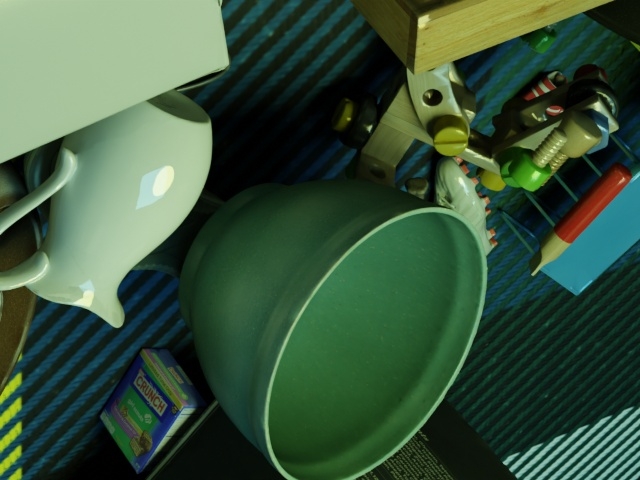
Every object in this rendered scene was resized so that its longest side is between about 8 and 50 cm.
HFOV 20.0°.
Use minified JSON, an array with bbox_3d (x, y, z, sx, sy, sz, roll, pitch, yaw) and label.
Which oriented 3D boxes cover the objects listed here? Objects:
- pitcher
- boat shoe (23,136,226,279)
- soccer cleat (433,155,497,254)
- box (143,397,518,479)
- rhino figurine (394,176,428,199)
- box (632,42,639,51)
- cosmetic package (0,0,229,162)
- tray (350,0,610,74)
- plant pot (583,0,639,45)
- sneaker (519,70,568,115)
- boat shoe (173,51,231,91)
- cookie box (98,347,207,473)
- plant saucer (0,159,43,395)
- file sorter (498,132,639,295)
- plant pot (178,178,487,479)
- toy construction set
[{"bbox_3d":[-0.195,-0.037,1.550,0.177,0.125,0.207,10,116,-49],"label":"pitcher"},{"bbox_3d":[-0.175,-0.037,1.730,0.320,0.103,0.118,24,98,-51],"label":"boat shoe"},{"bbox_3d":[0.152,-0.025,2.055,0.076,0.068,0.196,-30,148,-4],"label":"soccer cleat"},{"bbox_3d":[-0.044,0.422,2.142,0.480,0.297,0.471,-49,158,19],"label":"box"},{"bbox_3d":[0.000,0.000,1.946,0.243,0.073,0.106,-19,139,-20],"label":"rhino figurine"},{"bbox_3d":[0.422,-0.232,2.060,0.109,0.042,0.178,-45,145,12],"label":"box"},{"bbox_3d":[-0.271,-0.174,1.432,0.365,0.155,0.197,-25,145,-17],"label":"cosmetic package"},{"bbox_3d":[0.210,-0.302,1.652,0.411,0.203,0.076,-22,143,-19],"label":"tray"},{"bbox_3d":[0.375,-0.271,1.833,0.188,0.167,0.187,11,123,-35],"label":"plant pot"},{"bbox_3d":[0.269,-0.147,2.029,0.067,0.042,0.118,-45,143,19],"label":"sneaker"},{"bbox_3d":[-0.188,-0.156,1.600,0.227,0.069,0.081,-16,141,-27],"label":"boat shoe"},{"bbox_3d":[-0.185,0.186,1.990,0.040,0.092,0.107,3,129,-48],"label":"cookie box"},{"bbox_3d":[-0.319,0.068,1.601,0.310,0.050,0.311,18,90,-77],"label":"plant saucer"},{"bbox_3d":[0.313,-0.042,2.137,0.170,0.104,0.118,-44,145,11],"label":"file sorter"},{"bbox_3d":[-0.011,0.061,1.730,0.293,0.196,0.293,-31,137,-34],"label":"plant pot"},{"bbox_3d":[0.152,-0.091,1.793,0.257,0.309,0.237,13,128,-38],"label":"toy construction set"}]
